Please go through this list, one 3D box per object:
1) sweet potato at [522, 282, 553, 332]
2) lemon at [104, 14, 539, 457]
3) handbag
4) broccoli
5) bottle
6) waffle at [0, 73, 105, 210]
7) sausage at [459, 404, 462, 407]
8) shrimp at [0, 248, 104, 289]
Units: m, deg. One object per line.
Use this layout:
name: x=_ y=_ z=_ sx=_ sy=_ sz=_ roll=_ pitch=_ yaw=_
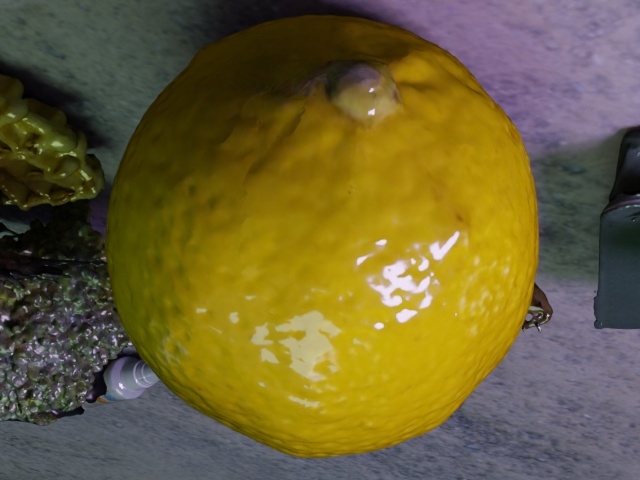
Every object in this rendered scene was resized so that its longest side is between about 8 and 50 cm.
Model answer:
sweet potato: x=0.047 y=0.075 z=1.274 sx=0.130 sy=0.130 sz=0.423 roll=30 pitch=145 yaw=-30
lemon: x=0.000 y=0.001 z=0.936 sx=0.336 sy=0.336 sz=0.336 roll=11 pitch=155 yaw=5
handbag: x=0.350 y=0.014 z=1.041 sx=0.248 sy=0.079 sz=0.260 roll=8 pitch=155 yaw=14
broccoli: x=-0.302 y=0.036 z=1.285 sx=0.243 sy=0.273 sz=0.180 roll=-21 pitch=158 yaw=-26
bottle: x=-0.269 y=0.187 z=1.737 sx=0.060 sy=0.060 sz=0.217 roll=30 pitch=152 yaw=-31
waffle: x=-0.345 y=-0.092 z=1.196 sx=0.310 sy=0.065 sz=0.283 roll=19 pitch=153 yaw=-3
sausage: x=0.132 y=0.159 z=1.506 sx=0.035 sy=0.030 sz=0.147 roll=3 pitch=153 yaw=29
shrimp: x=-0.355 y=-0.006 z=1.160 sx=0.343 sy=0.145 sz=0.116 roll=9 pitch=177 yaw=23
